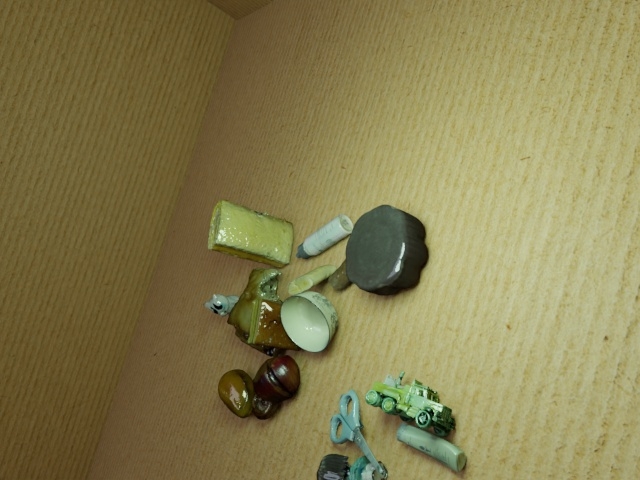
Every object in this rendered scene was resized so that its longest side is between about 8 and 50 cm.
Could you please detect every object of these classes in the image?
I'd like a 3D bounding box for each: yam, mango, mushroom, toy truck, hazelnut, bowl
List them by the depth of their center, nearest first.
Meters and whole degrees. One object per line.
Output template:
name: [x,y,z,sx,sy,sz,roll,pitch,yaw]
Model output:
toy truck: [0.270,0.472,1.331,0.259,0.128,0.135,8,67,51]
bowl: [-0.028,0.293,1.716,0.237,0.126,0.238,16,120,30]
yam: [0.097,0.127,1.718,0.127,0.084,0.084,-52,42,28]
hazelnut: [-0.170,0.556,1.791,0.204,0.178,0.178,-40,44,5]
mushroom: [-0.227,0.659,1.877,0.135,0.080,0.171,-7,68,35]
mango: [-0.364,0.676,1.990,0.166,0.136,0.236,-53,47,16]

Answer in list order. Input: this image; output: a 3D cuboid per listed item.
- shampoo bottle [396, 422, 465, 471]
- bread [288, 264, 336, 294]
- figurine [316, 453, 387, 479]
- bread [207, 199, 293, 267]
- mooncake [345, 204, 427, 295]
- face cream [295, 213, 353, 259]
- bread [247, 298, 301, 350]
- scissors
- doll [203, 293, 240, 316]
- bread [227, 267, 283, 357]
shampoo bottle: [0.311,0.586,1.281,0.212,0.049,0.072,0,107,51]
bread: [-0.032,0.151,1.783,0.139,0.178,0.060,-28,87,37]
figurine: [0.087,0.750,1.428,0.245,0.138,0.110,-24,101,37]
bread: [-0.303,-0.031,2.026,0.165,0.375,0.237,-28,51,50]
mooncake: [0.227,0.037,1.536,0.306,0.154,0.307,-23,59,44]
face cream: [0.000,0.000,1.873,0.311,0.092,0.092,-33,52,37]
bread: [-0.163,0.341,1.806,0.110,0.234,0.185,-6,71,54]
scissors: [0.121,0.631,1.442,0.191,0.029,0.360,-67,24,2]
doll: [-0.474,0.323,2.245,0.110,0.180,0.107,-49,56,23]
bread: [-0.265,0.300,1.987,0.314,0.191,0.371,5,78,52]
